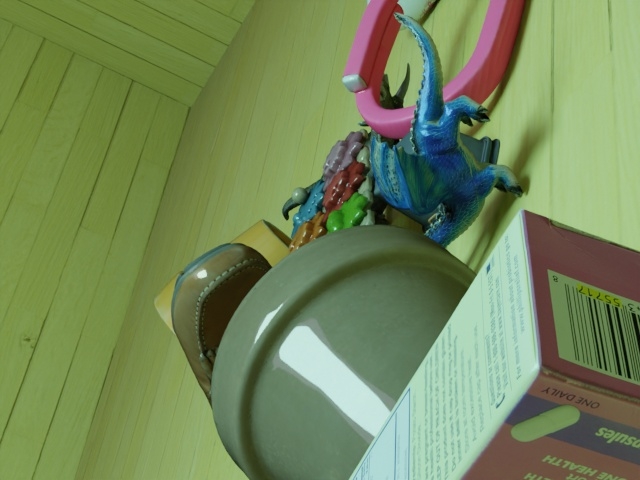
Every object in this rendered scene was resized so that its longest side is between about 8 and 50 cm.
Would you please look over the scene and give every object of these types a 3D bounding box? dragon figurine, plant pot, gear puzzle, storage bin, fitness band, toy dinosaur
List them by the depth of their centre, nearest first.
[{"bbox_3d":[0.071,0.149,0.975,0.263,0.263,0.229,-63,33,10],"label":"plant pot"},{"bbox_3d":[0.104,-0.076,1.232,0.144,0.289,0.085,-28,16,-8],"label":"dragon figurine"},{"bbox_3d":[0.122,-0.069,1.370,0.135,0.091,0.098,-45,25,54],"label":"storage bin"},{"bbox_3d":[0.000,0.000,1.403,0.175,0.044,0.339,-56,17,26],"label":"gear puzzle"},{"bbox_3d":[0.139,-0.251,1.481,0.209,0.054,0.290,-5,55,37],"label":"fitness band"},{"bbox_3d":[0.052,-0.089,1.655,0.160,0.121,0.313,-61,6,-32],"label":"toy dinosaur"},{"bbox_3d":[-0.096,0.081,1.723,0.188,0.205,0.205,-47,17,5],"label":"plant pot"}]

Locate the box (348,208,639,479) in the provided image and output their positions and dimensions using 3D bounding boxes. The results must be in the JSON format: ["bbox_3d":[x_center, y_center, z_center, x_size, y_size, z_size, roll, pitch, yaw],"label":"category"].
[{"bbox_3d":[0.151,0.136,0.658,0.117,0.214,0.243,-85,17,-50],"label":"box"}]

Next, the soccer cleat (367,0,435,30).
[{"bbox_3d":[0.165,-0.444,1.745,0.331,0.116,0.143,-59,10,18],"label":"soccer cleat"}]

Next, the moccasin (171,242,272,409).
[{"bbox_3d":[-0.074,0.153,1.354,0.147,0.139,0.380,46,152,39],"label":"moccasin"}]
